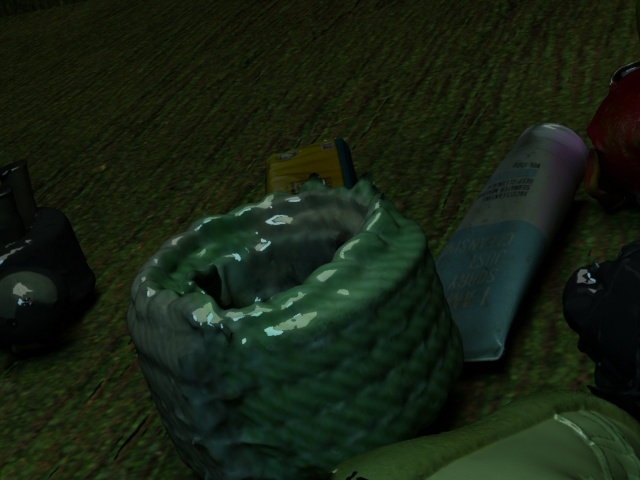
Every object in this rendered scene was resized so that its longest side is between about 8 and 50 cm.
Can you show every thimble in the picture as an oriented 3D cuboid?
[{"bbox_3d":[-0.022,0.062,0.873,0.219,0.150,0.219,-17,22,7],"label":"thimble"}]

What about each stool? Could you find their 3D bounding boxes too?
[{"bbox_3d":[-0.287,0.015,1.203,0.228,0.139,0.153,4,30,47],"label":"stool"}]

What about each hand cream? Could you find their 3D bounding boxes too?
[{"bbox_3d":[0.137,0.005,1.043,0.111,0.070,0.312,-9,25,32],"label":"hand cream"}]

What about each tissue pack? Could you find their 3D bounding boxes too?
[{"bbox_3d":[0.000,0.000,1.070,0.082,0.120,0.169,-12,22,3],"label":"tissue pack"}]

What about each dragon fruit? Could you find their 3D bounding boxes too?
[{"bbox_3d":[0.284,-0.088,1.082,0.166,0.133,0.136,-37,-3,43],"label":"dragon fruit"}]

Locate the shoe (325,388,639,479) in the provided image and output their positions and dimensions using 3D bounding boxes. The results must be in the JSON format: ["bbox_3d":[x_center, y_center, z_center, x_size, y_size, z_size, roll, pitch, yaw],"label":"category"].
[{"bbox_3d":[0.088,0.153,0.569,0.262,0.140,0.128,6,22,-49],"label":"shoe"}]

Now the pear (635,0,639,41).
[{"bbox_3d":[0.345,-0.080,0.859,0.342,0.238,0.318,-10,11,-38],"label":"pear"}]

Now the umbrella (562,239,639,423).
[{"bbox_3d":[0.264,0.072,0.692,0.154,0.128,0.336,-36,23,-20],"label":"umbrella"}]
